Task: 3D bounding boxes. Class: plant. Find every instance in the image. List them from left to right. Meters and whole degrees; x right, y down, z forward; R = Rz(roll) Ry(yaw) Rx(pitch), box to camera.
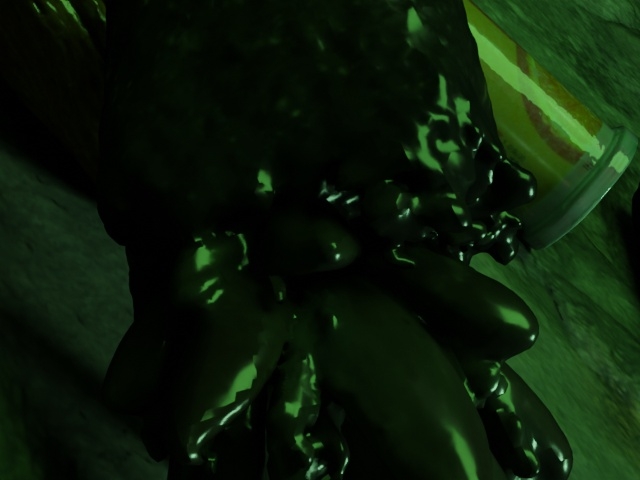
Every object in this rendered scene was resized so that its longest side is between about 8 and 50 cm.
[{"bbox_3d":[0.000,0.000,0.781,0.194,0.181,0.321,49,28,-65],"label":"plant"}]

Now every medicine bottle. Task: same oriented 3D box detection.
[{"bbox_3d":[0.032,-0.173,1.294,0.426,0.108,0.108,42,24,-7],"label":"medicine bottle"}]

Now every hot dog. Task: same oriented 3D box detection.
[{"bbox_3d":[-0.121,-0.133,0.962,0.272,0.122,0.196,49,29,11],"label":"hot dog"}]

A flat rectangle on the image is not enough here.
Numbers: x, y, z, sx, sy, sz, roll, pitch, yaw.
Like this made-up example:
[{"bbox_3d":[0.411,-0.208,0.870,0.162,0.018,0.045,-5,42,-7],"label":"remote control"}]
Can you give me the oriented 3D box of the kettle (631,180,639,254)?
[{"bbox_3d":[0.425,0.080,1.431,0.361,0.250,0.377,3,37,-16],"label":"kettle"}]
